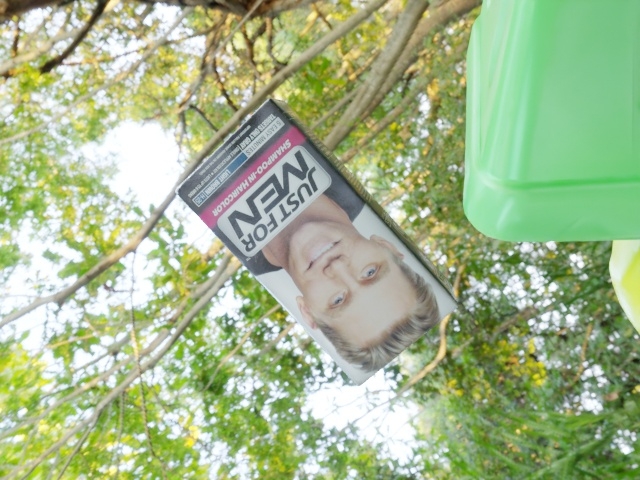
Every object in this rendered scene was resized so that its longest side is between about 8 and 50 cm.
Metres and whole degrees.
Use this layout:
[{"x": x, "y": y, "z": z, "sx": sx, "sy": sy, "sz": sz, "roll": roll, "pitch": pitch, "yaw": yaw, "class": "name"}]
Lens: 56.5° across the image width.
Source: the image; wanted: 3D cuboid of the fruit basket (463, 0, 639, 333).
[{"x": 0.279, "y": -0.064, "z": 0.373, "sx": 0.392, "sy": 0.392, "sz": 0.282, "roll": 38, "pitch": -138, "yaw": -24, "class": "fruit basket"}]

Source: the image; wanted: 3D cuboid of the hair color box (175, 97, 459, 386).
[{"x": 0.000, "y": 0.000, "z": 0.782, "sx": 0.347, "sy": 0.174, "sz": 0.105, "roll": 47, "pitch": -168, "yaw": -5, "class": "hair color box"}]
